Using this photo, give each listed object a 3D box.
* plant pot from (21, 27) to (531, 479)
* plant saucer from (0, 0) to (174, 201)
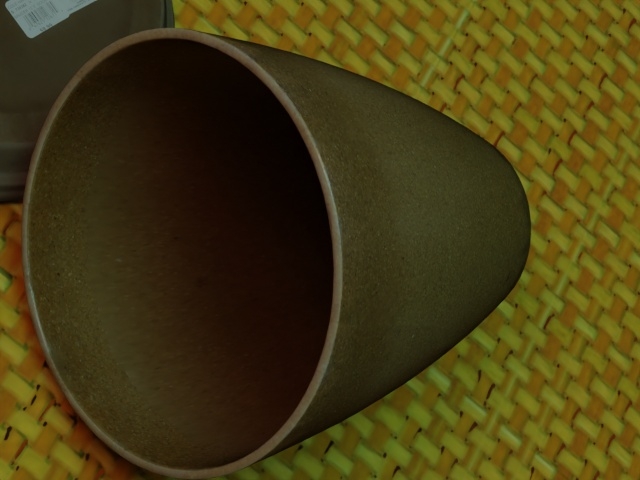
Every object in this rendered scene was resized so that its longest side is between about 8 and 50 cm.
[{"bbox_3d":[0.000,0.000,1.095,0.254,0.237,0.237,-5,72,-50],"label":"plant pot"},{"bbox_3d":[-0.205,-0.157,1.128,0.277,0.041,0.278,14,62,-28],"label":"plant saucer"}]
